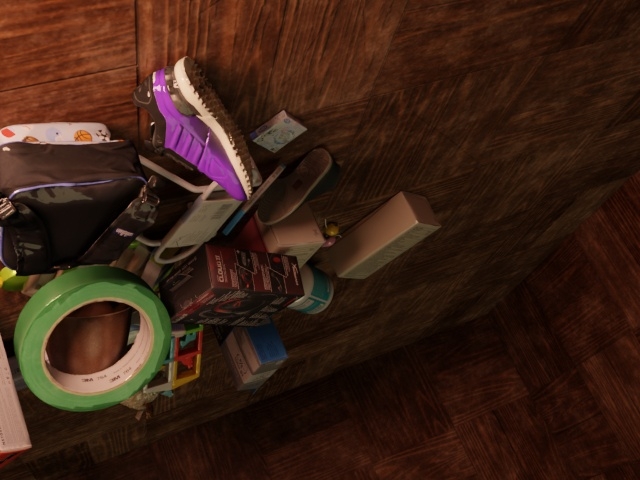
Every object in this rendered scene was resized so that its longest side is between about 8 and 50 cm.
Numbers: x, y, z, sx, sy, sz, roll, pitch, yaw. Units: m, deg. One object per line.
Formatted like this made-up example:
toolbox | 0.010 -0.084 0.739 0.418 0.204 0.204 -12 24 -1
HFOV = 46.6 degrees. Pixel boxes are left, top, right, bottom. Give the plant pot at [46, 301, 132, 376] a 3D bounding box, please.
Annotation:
plant pot | -0.551 0.264 1.753 0.215 0.230 0.215 1 -171 0

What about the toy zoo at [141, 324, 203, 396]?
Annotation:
toy zoo | -0.451 0.350 2.251 0.192 0.030 0.293 -12 124 -35

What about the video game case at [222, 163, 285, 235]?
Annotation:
video game case | -0.147 -0.091 1.643 0.166 0.015 0.119 -53 -175 -36

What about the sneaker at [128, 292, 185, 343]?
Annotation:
sneaker | -0.539 0.235 1.990 0.315 0.127 0.182 -1 153 -34

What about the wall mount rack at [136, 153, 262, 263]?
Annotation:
wall mount rack | -0.295 -0.083 1.497 0.304 0.130 0.350 -8 154 -46

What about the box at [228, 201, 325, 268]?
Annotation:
box | -0.120 0.015 1.908 0.148 0.127 0.232 -6 151 -38

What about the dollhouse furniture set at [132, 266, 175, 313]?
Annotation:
dollhouse furniture set | -0.433 0.117 1.874 0.151 0.076 0.058 -29 164 -19

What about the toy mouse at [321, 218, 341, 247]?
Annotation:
toy mouse | 0.000 0.000 2.141 0.143 0.031 0.161 -33 158 20

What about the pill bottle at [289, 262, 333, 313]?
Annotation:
pill bottle | -0.068 0.134 2.222 0.146 0.146 0.264 -30 158 12

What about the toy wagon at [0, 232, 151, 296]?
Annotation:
toy wagon | -0.546 0.058 1.617 0.344 0.068 0.267 -7 152 -39

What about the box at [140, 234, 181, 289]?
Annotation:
box | -0.376 0.052 1.760 0.109 0.042 0.178 -55 -178 -41

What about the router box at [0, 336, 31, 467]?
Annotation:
router box | -0.821 0.381 1.693 0.301 0.335 0.082 -35 158 23

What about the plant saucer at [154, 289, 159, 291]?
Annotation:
plant saucer | -0.438 0.119 1.952 0.083 0.015 0.083 -22 159 -9

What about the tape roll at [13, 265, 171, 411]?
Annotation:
tape roll | -0.487 0.214 1.607 0.321 0.077 0.321 -15 120 -27

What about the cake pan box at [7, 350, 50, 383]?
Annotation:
cake pan box | -0.793 0.351 1.970 0.266 0.070 0.246 -15 171 -23

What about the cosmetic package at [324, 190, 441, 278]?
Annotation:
cosmetic package | 0.183 -0.010 2.213 0.309 0.113 0.160 -37 157 26

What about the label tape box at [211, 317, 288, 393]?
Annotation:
label tape box | -0.248 0.345 2.384 0.106 0.241 0.334 -11 155 -33

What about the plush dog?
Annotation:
plush dog | -0.616 0.436 2.310 0.225 0.211 0.262 27 127 -32

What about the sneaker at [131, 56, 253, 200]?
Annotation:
sneaker | -0.225 -0.175 1.299 0.146 0.102 0.293 -19 131 11

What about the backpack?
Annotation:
backpack | -0.440 -0.063 1.252 0.276 0.213 0.263 -3 142 -32

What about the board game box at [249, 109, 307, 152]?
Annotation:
board game box | -0.085 -0.224 1.531 0.090 0.020 0.090 -32 158 18

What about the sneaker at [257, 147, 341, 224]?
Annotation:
sneaker | -0.041 -0.109 1.727 0.222 0.083 0.118 -42 158 8

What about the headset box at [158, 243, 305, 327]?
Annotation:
headset box | -0.221 0.112 1.738 0.293 0.110 0.218 8 149 -40
